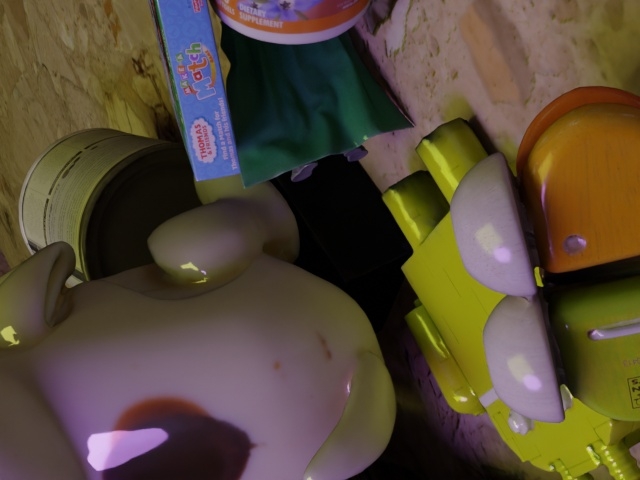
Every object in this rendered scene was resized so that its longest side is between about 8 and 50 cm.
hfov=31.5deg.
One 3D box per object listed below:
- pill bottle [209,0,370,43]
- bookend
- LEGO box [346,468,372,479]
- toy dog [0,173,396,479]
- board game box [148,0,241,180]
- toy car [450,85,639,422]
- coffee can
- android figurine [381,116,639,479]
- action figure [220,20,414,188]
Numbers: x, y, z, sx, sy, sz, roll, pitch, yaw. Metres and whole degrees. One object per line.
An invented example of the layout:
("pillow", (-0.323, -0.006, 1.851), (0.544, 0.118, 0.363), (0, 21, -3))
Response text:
("pill bottle", (-0.019, -0.246, 0.741), (0.121, 0.121, 0.216), (49, 153, 33))
("bookend", (0.000, 0.000, 1.011), (0.156, 0.072, 0.157), (56, 156, 23))
("LEGO box", (0.014, 0.450, 1.090), (0.372, 0.193, 0.500), (-75, -37, -80))
("toy dog", (-0.170, 0.161, 0.917), (0.395, 0.408, 0.285), (41, 149, 47))
("board game box", (-0.106, -0.154, 0.882), (0.211, 0.039, 0.160), (-118, 16, -67))
("toy car", (0.159, 0.004, 0.613), (0.136, 0.159, 0.182), (-77, -28, -68))
("coffee can", (-0.209, -0.020, 1.278), (0.275, 0.201, 0.202), (18, 129, 60))
("android figurine", (0.136, 0.056, 0.799), (0.273, 0.056, 0.248), (62, 157, 12))
("action figure", (-0.033, -0.165, 0.891), (0.063, 0.137, 0.232), (108, 143, -75))
